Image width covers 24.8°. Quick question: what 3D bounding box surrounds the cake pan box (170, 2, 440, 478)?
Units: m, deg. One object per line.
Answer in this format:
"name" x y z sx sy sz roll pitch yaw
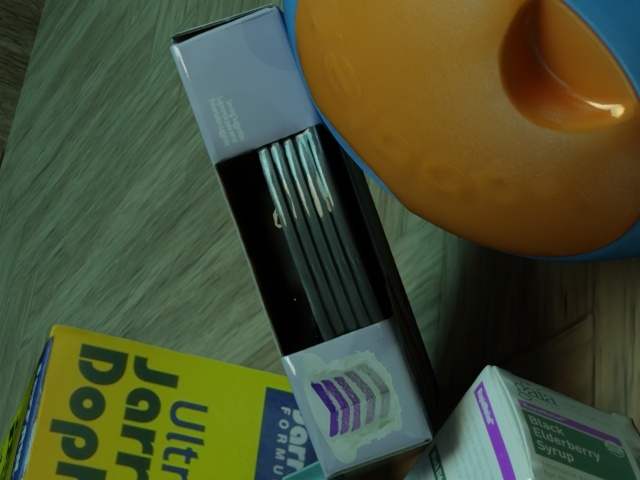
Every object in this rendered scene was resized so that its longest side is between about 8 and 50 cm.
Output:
"cake pan box" 0.000 0.000 0.859 0.267 0.070 0.246 13 -124 -83

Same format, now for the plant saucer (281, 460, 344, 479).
"plant saucer" -0.020 0.221 0.828 0.067 0.018 0.192 -37 35 55

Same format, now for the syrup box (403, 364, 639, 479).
"syrup box" 0.077 0.191 0.779 0.237 0.093 0.096 -57 23 26

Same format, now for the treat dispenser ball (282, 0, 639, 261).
"treat dispenser ball" 0.124 -0.133 0.707 0.288 0.288 0.288 -49 29 40

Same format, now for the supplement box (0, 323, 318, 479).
"supplement box" -0.142 0.228 1.031 0.356 0.195 0.194 127 154 -58
